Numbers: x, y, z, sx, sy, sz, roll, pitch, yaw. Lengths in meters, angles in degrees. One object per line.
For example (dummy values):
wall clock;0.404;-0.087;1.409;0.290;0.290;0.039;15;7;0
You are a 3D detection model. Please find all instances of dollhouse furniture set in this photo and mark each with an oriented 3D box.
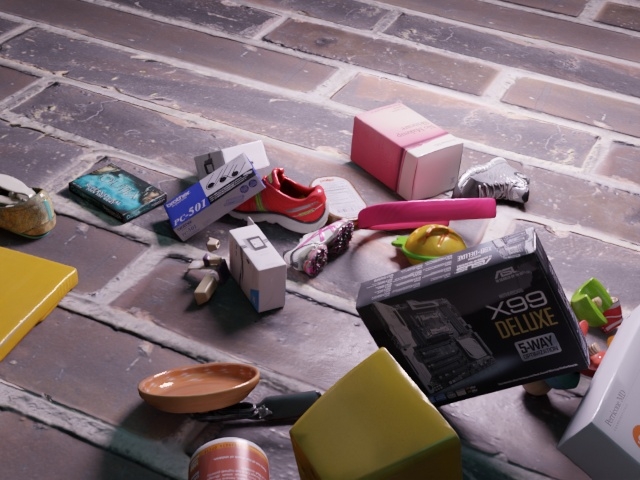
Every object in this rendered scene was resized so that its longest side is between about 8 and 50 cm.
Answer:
dollhouse furniture set;-0.243;0.062;1.878;0.081;0.091;0.114;0;35;21

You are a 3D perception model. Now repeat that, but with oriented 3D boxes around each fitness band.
fitness band;0.220;-0.057;2.013;0.290;0.054;0.209;-4;-3;-11

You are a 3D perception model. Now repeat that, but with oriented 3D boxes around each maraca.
maraca;0.223;0.014;1.979;0.127;0.099;0.185;-7;16;-25

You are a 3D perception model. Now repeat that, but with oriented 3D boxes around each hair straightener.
hair straightener;-0.107;0.269;1.577;0.230;0.089;0.047;0;74;-7

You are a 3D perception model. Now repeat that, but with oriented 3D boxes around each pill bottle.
pill bottle;-0.127;0.394;1.366;0.121;0.121;0.216;0;35;-7

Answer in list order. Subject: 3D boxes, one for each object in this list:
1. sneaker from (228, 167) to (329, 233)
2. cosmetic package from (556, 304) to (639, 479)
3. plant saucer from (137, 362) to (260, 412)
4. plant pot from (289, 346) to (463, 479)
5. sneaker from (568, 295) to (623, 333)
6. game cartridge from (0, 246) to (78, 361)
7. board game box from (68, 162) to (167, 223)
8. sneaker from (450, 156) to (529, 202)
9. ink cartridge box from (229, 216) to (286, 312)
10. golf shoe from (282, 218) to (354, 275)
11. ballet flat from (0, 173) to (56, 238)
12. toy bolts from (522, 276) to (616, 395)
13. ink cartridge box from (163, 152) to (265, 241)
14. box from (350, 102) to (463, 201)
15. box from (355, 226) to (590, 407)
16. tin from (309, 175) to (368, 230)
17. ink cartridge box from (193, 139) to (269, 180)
sneaker;-0.110;-0.106;2.086;0.279;0.118;0.107;12;35;16
cosmetic package;0.563;0.287;1.528;0.284;0.097;0.377;39;43;7
plant saucer;-0.197;0.242;1.589;0.199;0.037;0.200;-6;8;1
plant pot;0.074;0.326;1.429;0.187;0.212;0.212;-24;42;-17
sneaker;0.528;0.146;1.877;0.118;0.067;0.042;-7;24;42
game cartridge;-0.650;0.118;1.775;0.285;0.053;0.324;15;34;14
board game box;-0.446;-0.107;2.133;0.186;0.026;0.126;28;42;30
sneaker;0.402;-0.117;2.196;0.132;0.086;0.228;30;41;28
ink cartridge box;-0.131;0.044;1.885;0.060;0.104;0.180;-14;38;-23
golf shoe;0.000;0.000;1.994;0.086;0.068;0.186;23;39;27
ballet flat;-0.712;-0.095;2.011;0.348;0.123;0.123;12;35;11
toy bolts;0.455;0.212;1.730;0.218;0.158;0.228;54;33;-2
ink cartridge box;-0.224;-0.092;2.035;0.207;0.046;0.097;-34;41;2
box;0.198;-0.208;2.264;0.148;0.127;0.232;-20;41;-31
box;0.247;0.135;1.570;0.307;0.242;0.076;-19;28;22
tin;0.040;-0.085;2.151;0.106;0.040;0.190;-6;36;-21
ink cartridge box;-0.200;-0.178;2.172;0.109;0.063;0.150;-18;7;-31
